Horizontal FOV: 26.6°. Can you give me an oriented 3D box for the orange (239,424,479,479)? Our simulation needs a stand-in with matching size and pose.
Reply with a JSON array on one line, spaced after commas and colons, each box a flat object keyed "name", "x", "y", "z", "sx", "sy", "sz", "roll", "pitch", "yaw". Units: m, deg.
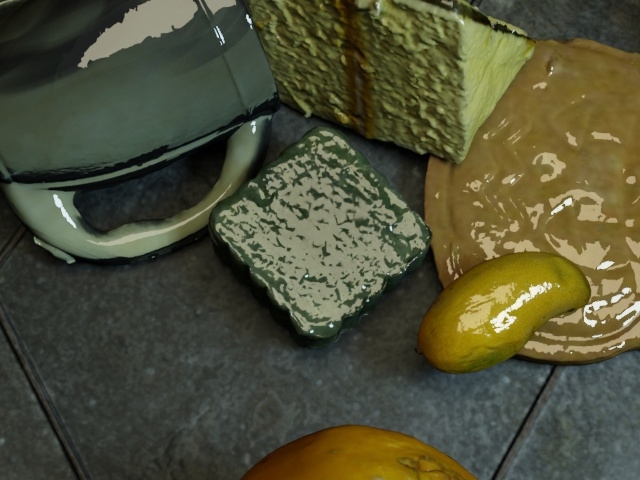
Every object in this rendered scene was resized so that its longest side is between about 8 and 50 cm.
[{"name": "orange", "x": 0.037, "y": 0.320, "z": 1.193, "sx": 0.312, "sy": 0.312, "sz": 0.312, "roll": 0, "pitch": 68, "yaw": 0}]

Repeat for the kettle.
[{"name": "kettle", "x": -0.217, "y": -0.135, "z": 1.439, "sx": 0.324, "sy": 0.228, "sz": 0.321, "roll": -26, "pitch": 102, "yaw": -5}]

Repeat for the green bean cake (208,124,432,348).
[{"name": "green bean cake", "x": 0.000, "y": 0.000, "z": 1.429, "sx": 0.183, "sy": 0.094, "sz": 0.185, "roll": -40, "pitch": 74, "yaw": -15}]

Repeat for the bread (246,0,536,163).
[{"name": "bread", "x": 0.077, "y": -0.245, "z": 1.427, "sx": 0.263, "sy": 0.236, "sz": 0.198, "roll": 21, "pitch": 69, "yaw": 22}]

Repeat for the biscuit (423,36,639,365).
[{"name": "biscuit", "x": 0.295, "y": -0.049, "z": 1.469, "sx": 0.365, "sy": 0.062, "sz": 0.385, "roll": 5, "pitch": 68, "yaw": 1}]

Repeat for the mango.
[{"name": "mango", "x": 0.179, "y": 0.068, "z": 1.362, "sx": 0.190, "sy": 0.075, "sz": 0.098, "roll": -28, "pitch": 92, "yaw": -6}]
